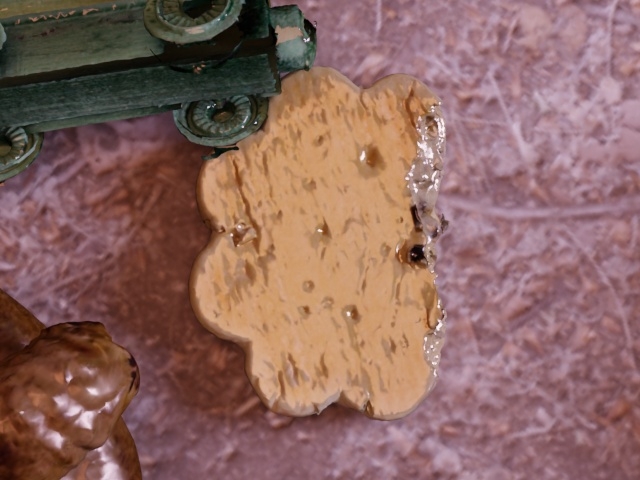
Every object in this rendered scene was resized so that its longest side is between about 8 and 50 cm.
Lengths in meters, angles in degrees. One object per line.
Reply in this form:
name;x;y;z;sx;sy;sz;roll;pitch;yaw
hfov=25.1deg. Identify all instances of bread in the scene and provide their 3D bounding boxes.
bread;0.000;0.000;1.012;0.182;0.039;0.251;1;80;4

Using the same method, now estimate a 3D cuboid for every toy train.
toy train;-0.158;-0.151;0.994;0.307;0.126;0.189;-9;60;3

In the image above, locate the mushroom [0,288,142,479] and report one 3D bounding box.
mushroom;-0.275;0.173;0.903;0.345;0.239;0.345;-1;71;3
